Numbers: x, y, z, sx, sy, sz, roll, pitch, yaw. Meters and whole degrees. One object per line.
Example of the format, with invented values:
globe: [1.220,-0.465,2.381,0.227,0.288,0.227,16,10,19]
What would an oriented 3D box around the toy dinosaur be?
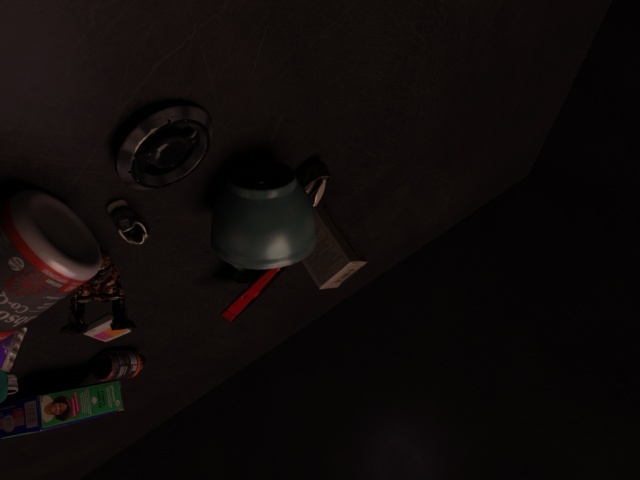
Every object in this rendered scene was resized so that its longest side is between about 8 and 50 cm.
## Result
toy dinosaur: [-0.551,0.120,1.217,0.164,0.218,0.322,-5,170,-4]

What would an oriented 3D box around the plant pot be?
plant pot: [-0.150,-0.088,1.269,0.293,0.293,0.196,-22,130,-30]

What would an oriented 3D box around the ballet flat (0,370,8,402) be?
ballet flat: [-0.954,0.335,1.217,0.147,0.147,0.409,-28,156,-16]

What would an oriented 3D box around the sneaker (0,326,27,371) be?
sneaker: [-0.794,0.240,1.122,0.146,0.102,0.293,27,150,-34]

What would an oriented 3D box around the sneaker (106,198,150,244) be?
sneaker: [-0.456,-0.020,1.178,0.064,0.086,0.192,-29,160,-12]

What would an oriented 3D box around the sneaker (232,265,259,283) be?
sneaker: [-0.259,0.060,1.673,0.123,0.109,0.295,17,148,-18]

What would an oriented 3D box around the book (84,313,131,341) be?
book: [-0.704,0.293,1.593,0.096,0.035,0.144,-28,159,-7]

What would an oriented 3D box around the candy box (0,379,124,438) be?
candy box: [-0.915,0.589,1.697,0.268,0.122,0.317,-18,168,26]

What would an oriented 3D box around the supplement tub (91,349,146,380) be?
supplement tub: [-0.747,0.466,1.811,0.106,0.106,0.198,-37,159,10]

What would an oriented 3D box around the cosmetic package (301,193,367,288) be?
cosmetic package: [0.000,0.000,1.614,0.153,0.296,0.129,-41,160,22]

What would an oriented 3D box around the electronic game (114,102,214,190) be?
electronic game: [-0.328,-0.196,1.029,0.229,0.048,0.229,-37,161,-15]

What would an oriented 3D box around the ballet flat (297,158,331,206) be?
ballet flat: [-0.067,-0.117,1.466,0.280,0.096,0.095,-53,158,18]

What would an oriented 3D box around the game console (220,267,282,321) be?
game console: [-0.189,0.123,1.778,0.342,0.060,0.386,-47,180,22]

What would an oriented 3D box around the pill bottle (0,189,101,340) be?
pill bottle: [-0.643,0.081,0.947,0.363,0.210,0.210,-35,160,3]

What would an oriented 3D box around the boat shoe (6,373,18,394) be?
boat shoe: [-1.006,0.452,1.447,0.066,0.063,0.184,-40,159,17]
